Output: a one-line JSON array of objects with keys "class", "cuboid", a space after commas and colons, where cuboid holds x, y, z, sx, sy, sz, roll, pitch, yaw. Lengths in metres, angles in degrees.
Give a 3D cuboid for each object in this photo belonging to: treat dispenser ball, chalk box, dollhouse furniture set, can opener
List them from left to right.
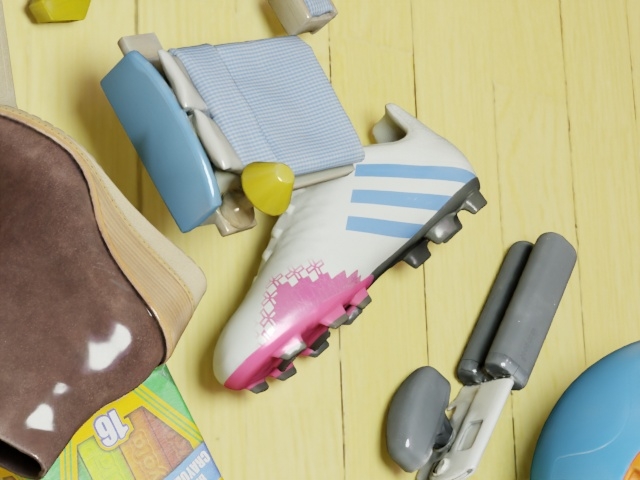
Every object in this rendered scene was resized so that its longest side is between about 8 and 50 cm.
[{"class": "chalk box", "cuboid": [-0.144, 0.217, 1.133, 0.132, 0.132, 0.213, -31, 97, -37]}, {"class": "dollhouse furniture set", "cuboid": [-0.013, -0.181, 1.230, 0.286, 0.198, 0.303, -15, 73, -48]}, {"class": "can opener", "cuboid": [0.144, 0.096, 1.416, 0.095, 0.076, 0.283, 41, 56, -21]}, {"class": "treat dispenser ball", "cuboid": [0.329, 0.225, 1.383, 0.288, 0.288, 0.288, 11, 71, -34]}]

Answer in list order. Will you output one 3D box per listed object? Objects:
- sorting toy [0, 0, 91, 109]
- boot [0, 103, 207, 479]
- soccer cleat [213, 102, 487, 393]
[{"class": "sorting toy", "cuboid": [-0.294, -0.184, 1.179, 0.307, 0.041, 0.229, -15, 98, -47]}, {"class": "boot", "cuboid": [-0.219, 0.024, 1.070, 0.248, 0.090, 0.207, 37, 50, 8]}, {"class": "soccer cleat", "cuboid": [0.000, 0.000, 1.329, 0.143, 0.116, 0.331, 47, 53, 6]}]
